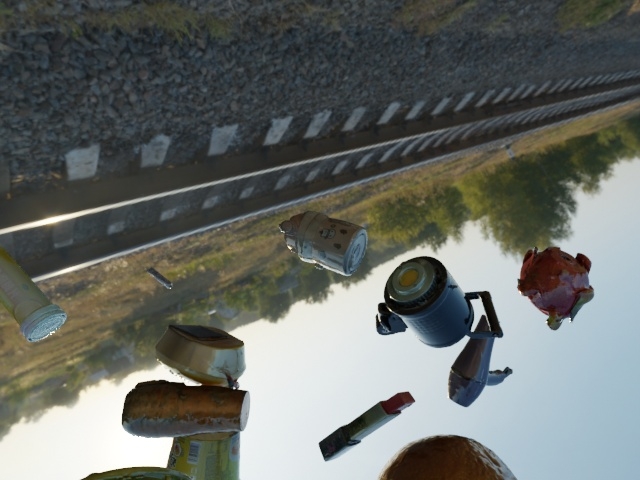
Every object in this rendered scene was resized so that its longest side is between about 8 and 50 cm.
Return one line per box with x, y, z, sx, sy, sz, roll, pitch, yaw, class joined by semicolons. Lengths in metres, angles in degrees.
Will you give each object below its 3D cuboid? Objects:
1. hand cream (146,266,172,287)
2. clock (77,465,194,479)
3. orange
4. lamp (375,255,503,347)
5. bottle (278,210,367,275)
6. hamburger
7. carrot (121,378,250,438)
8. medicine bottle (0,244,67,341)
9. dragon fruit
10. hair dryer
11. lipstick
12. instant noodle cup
-0.491;0.114;1.315;0.019;0.093;0.030;-53;177;28;hand cream
-0.319;0.448;0.695;0.236;0.237;0.057;-25;-140;3;clock
0.241;0.578;0.861;0.357;0.322;0.322;-48;173;6;orange
0.330;0.176;1.276;0.373;0.272;0.205;-10;-136;13;lamp
0.000;-0.001;0.770;0.152;0.099;0.099;17;-164;24;bottle
-0.341;0.333;1.221;0.227;0.152;0.295;17;177;-39;hamburger
-0.331;0.421;1.058;0.301;0.139;0.139;5;176;1;carrot
-0.574;0.086;0.799;0.074;0.218;0.074;-45;170;-10;medicine bottle
0.355;0.054;0.635;0.126;0.112;0.068;-33;162;-32;dragon fruit
0.589;0.429;1.499;0.361;0.301;0.121;23;179;-43;hair dryer
0.100;0.421;0.981;0.051;0.051;0.312;7;135;-38;lipstick
-0.368;0.682;1.361;0.264;0.200;0.264;6;179;0;instant noodle cup
